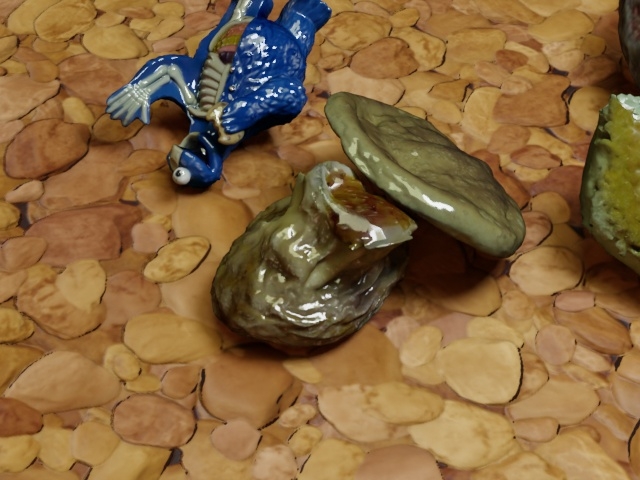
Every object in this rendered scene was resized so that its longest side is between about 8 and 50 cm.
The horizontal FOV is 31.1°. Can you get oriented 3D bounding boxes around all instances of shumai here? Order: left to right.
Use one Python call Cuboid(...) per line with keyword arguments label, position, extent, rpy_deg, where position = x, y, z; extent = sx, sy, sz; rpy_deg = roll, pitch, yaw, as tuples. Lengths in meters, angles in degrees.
Cuboid(label="shumai", position=(0.000, 0.000, 1.052), extent=(0.209, 0.153, 0.161), rpy_deg=(-24, 60, -28))

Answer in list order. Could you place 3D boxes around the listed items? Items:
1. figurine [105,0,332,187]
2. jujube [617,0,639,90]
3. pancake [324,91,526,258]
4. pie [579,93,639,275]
Cuboid(label="figurine", position=(-0.090, -0.158, 1.220), extent=(0.164, 0.120, 0.262), rpy_deg=(29, 68, 21))
Cuboid(label="jujube", position=(0.441, -0.197, 1.212), extent=(0.226, 0.226, 0.317), rpy_deg=(-3, 43, -6))
Cuboid(label="pancake", position=(0.104, -0.074, 1.104), extent=(0.242, 0.050, 0.242), rpy_deg=(32, 18, -12))
Cuboid(label="pie", position=(0.426, -0.058, 1.048), extent=(0.371, 0.296, 0.078), rpy_deg=(-24, 5, 16))
